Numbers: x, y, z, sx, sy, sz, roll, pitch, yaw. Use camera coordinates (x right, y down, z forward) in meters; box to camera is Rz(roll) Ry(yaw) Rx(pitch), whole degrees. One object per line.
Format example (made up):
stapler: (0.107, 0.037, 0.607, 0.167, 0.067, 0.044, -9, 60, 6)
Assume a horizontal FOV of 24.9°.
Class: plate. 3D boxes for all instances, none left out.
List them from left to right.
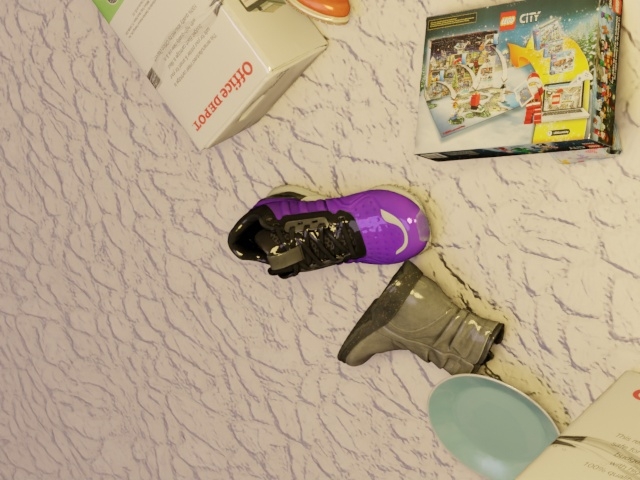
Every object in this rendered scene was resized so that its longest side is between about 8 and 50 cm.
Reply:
plate: (0.222, 0.233, 1.813, 0.188, 0.024, 0.188, 20, 135, 21)

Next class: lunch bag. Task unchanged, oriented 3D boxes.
lunch bag: (0.276, -0.118, 1.554, 0.071, 0.053, 0.083, -7, 133, 45)

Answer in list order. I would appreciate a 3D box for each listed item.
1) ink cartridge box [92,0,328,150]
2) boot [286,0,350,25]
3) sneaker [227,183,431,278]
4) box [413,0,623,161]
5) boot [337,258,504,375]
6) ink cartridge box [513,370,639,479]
ink cartridge box: (-0.148, -0.281, 1.816, 0.273, 0.115, 0.198, 54, 139, 5)
boot: (-0.014, -0.324, 1.710, 0.158, 0.059, 0.084, 47, 132, 14)
sneaker: (0.000, 0.001, 1.817, 0.293, 0.146, 0.102, 2, 114, 44)
box: (0.207, -0.172, 1.538, 0.233, 0.044, 0.159, -2, 79, 44)
boot: (0.124, 0.135, 1.828, 0.161, 0.083, 0.246, 36, 148, 1)
ink cartridge box: (0.348, 0.327, 1.495, 0.285, 0.395, 0.166, 18, 127, 36)
